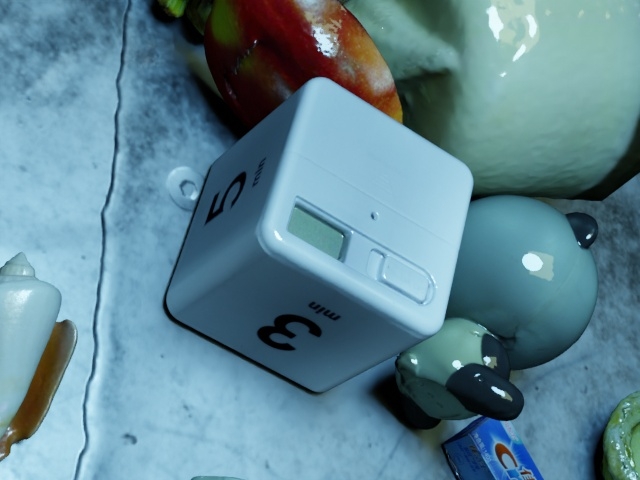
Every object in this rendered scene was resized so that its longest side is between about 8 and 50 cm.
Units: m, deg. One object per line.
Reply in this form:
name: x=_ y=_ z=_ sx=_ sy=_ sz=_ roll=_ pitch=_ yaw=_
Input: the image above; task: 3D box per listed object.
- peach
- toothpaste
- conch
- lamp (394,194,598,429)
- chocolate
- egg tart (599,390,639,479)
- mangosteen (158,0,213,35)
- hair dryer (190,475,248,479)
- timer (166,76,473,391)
peach: x=-0.019 y=-0.134 z=1.352 sx=0.279 sy=0.189 sz=0.068 roll=49 pitch=48 yaw=-14
toothpaste: x=0.220 y=0.303 z=1.400 sx=0.066 sy=0.053 sz=0.272 roll=-27 pitch=85 yaw=-40
conch: x=-0.251 y=0.099 z=1.146 sx=0.094 sy=0.104 sz=0.176 roll=-9 pitch=75 yaw=4
lamp: x=0.168 y=0.068 z=1.386 sx=0.197 sy=0.197 sz=0.244 roll=38 pitch=61 yaw=-14
chocolate: x=0.171 y=-0.193 z=1.422 sx=0.297 sy=0.326 sz=0.314 roll=-2 pitch=65 yaw=-40
egg tart: x=0.374 y=0.250 z=1.517 sx=0.197 sy=0.078 sz=0.197 roll=16 pitch=58 yaw=-28
mangosteen: x=-0.108 y=-0.303 z=1.400 sx=0.166 sy=0.166 sz=0.180 roll=32 pitch=79 yaw=-19
hair dryer: x=-0.046 y=0.334 z=1.209 sx=0.237 sy=0.075 sz=0.206 roll=31 pitch=61 yaw=-29
timer: x=0.000 y=0.000 z=1.298 sx=0.192 sy=0.195 sz=0.194 roll=30 pitch=56 yaw=-20
